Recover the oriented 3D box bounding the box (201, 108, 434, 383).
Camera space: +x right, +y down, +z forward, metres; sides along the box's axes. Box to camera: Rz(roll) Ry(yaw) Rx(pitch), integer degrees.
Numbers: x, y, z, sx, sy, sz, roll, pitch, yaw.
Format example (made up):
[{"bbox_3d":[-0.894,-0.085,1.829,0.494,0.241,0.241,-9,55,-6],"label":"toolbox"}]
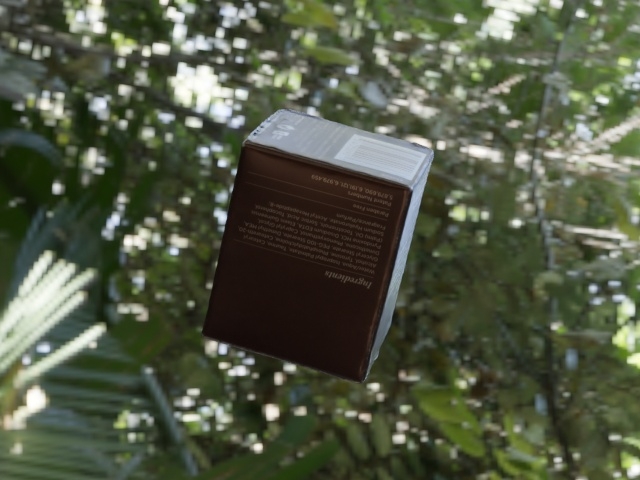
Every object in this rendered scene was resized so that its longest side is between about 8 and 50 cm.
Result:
[{"bbox_3d":[0.000,0.000,1.457,0.167,0.168,0.203,16,-72,6],"label":"box"}]
